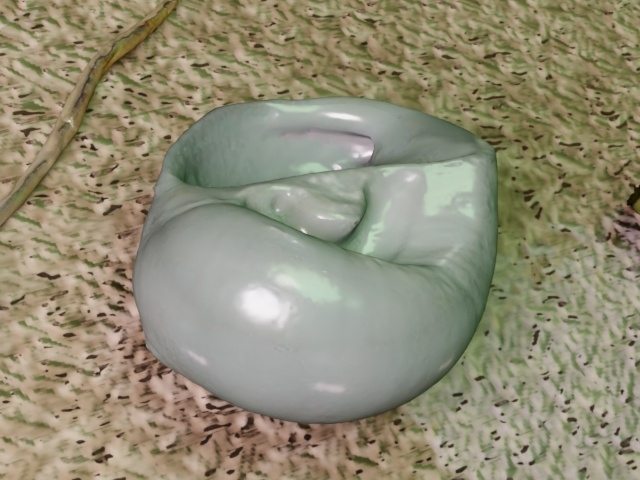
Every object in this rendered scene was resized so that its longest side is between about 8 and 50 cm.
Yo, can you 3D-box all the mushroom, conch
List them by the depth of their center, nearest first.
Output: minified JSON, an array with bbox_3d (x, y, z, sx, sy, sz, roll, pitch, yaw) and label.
[{"bbox_3d":[-0.003,0.004,0.977,0.185,0.121,0.221,44,42,9],"label":"conch"},{"bbox_3d":[-0.137,-0.060,1.024,0.026,0.028,0.286,4,34,29],"label":"mushroom"}]

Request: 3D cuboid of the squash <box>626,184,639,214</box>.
[{"bbox_3d":[0.310,0.016,1.156,0.247,0.132,0.132,47,45,8],"label":"squash"}]
